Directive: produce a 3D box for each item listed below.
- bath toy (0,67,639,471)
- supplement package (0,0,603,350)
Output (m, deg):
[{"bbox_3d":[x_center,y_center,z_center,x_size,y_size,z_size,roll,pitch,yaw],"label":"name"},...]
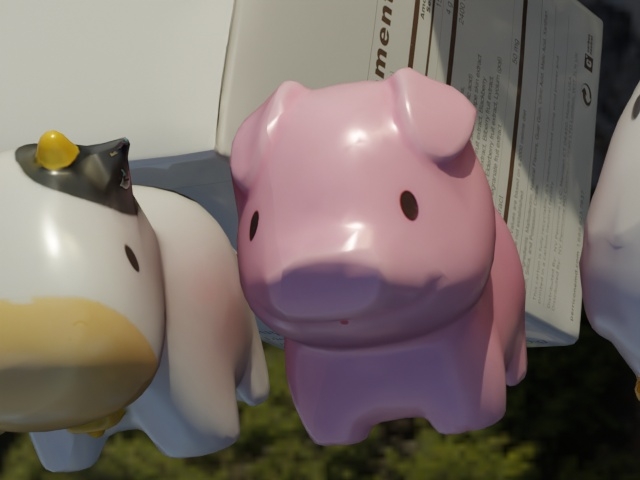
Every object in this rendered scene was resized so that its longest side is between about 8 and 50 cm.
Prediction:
[{"bbox_3d":[0.000,0.000,0.608,0.151,0.348,0.129,-45,-54,-73],"label":"bath toy"},{"bbox_3d":[-0.018,-0.066,0.903,0.178,0.293,0.175,-4,71,35],"label":"supplement package"}]
